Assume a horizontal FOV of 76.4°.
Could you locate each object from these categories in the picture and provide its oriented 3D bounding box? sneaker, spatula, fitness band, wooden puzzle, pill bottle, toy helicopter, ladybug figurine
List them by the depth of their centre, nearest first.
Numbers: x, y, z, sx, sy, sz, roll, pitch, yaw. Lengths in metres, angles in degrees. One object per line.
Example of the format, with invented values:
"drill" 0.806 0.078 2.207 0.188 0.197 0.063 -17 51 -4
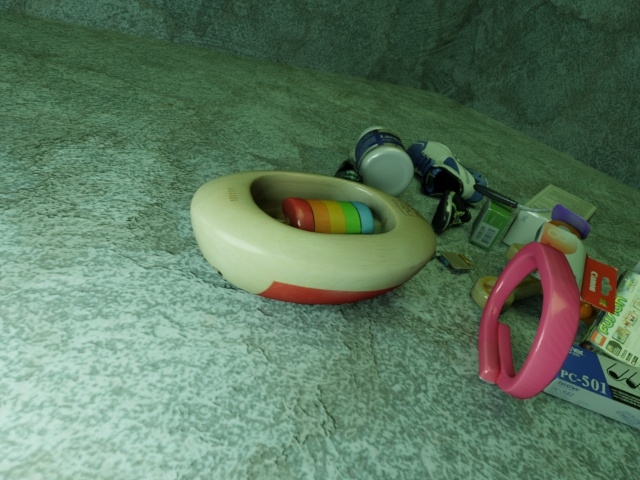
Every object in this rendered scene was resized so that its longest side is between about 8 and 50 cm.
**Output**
"fitness band" 0.333 0.121 0.664 0.054 0.209 0.291 25 31 7
"ladybug figurine" 0.000 0.000 0.715 0.449 0.162 0.305 3 34 -24
"toy helicopter" 0.488 0.101 0.905 0.355 0.140 0.235 -12 51 -26
"wooden puzzle" 0.317 0.049 0.957 0.116 0.014 0.078 10 28 -32
"sneaker" 0.050 -0.109 0.976 0.101 0.106 0.267 16 32 -8
"spatula" 0.530 -0.087 1.041 0.296 0.084 0.030 27 74 29
"sneaker" 0.381 -0.084 1.143 0.097 0.084 0.235 27 31 10
"pill bottle" 0.182 -0.247 1.223 0.153 0.153 0.265 14 31 -9
"sneaker" 0.381 -0.233 1.339 0.182 0.127 0.315 -7 41 -40

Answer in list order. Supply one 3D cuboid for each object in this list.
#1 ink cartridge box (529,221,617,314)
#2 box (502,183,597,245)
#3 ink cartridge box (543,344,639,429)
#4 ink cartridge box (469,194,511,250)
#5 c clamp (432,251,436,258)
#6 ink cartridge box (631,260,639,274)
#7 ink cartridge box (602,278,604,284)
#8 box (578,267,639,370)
"ink cartridge box" 0.530 0.052 0.841 0.179 0.045 0.145 27 49 16
"box" 0.654 -0.046 1.160 0.232 0.127 0.148 -27 54 -39
"ink cartridge box" 0.482 0.246 0.698 0.207 0.046 0.097 21 38 2
"ink cartridge box" 0.479 -0.065 1.144 0.062 0.109 0.209 28 32 12
"c clamp" 0.201 -0.009 0.981 0.160 0.022 0.137 18 32 -5
"ink cartridge box" 0.801 0.155 0.928 0.212 0.154 0.093 18 29 -1
"ink cartridge box" 0.710 0.097 1.094 0.083 0.028 0.048 35 34 24
"box" 0.632 0.165 0.825 0.114 0.036 0.207 36 69 25
